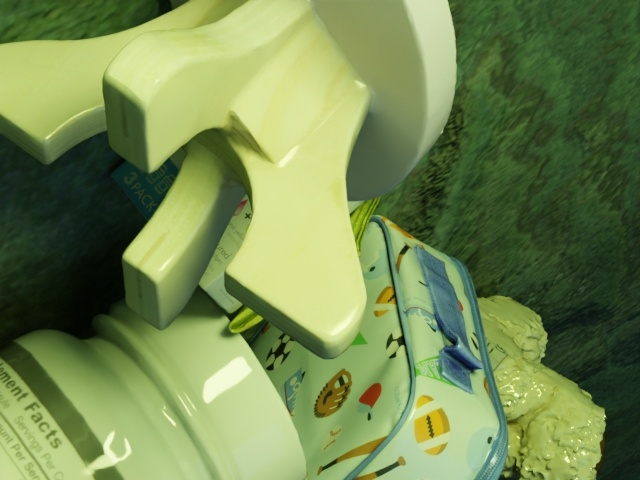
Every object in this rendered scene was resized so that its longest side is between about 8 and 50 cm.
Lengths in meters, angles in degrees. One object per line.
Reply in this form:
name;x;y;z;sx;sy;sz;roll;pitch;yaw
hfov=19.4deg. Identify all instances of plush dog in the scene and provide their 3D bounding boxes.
plush dog;0.099;0.169;1.664;0.210;0.262;0.225;22;110;-28

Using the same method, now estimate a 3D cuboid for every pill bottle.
pill bottle;-0.201;0.185;1.197;0.361;0.204;0.204;-32;156;-17

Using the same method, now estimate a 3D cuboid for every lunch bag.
lunch bag;0.030;0.130;1.363;0.115;0.303;0.243;33;113;-23

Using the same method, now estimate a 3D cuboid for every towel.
towel;0.000;0.000;1.257;0.102;0.021;0.237;-39;-173;16

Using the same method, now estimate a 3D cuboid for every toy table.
toy table;-0.048;-0.069;0.969;0.161;0.252;0.274;-49;153;-24

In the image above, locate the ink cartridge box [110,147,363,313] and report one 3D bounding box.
ink cartridge box;-0.025;-0.055;1.160;0.181;0.104;0.061;-40;158;-2
